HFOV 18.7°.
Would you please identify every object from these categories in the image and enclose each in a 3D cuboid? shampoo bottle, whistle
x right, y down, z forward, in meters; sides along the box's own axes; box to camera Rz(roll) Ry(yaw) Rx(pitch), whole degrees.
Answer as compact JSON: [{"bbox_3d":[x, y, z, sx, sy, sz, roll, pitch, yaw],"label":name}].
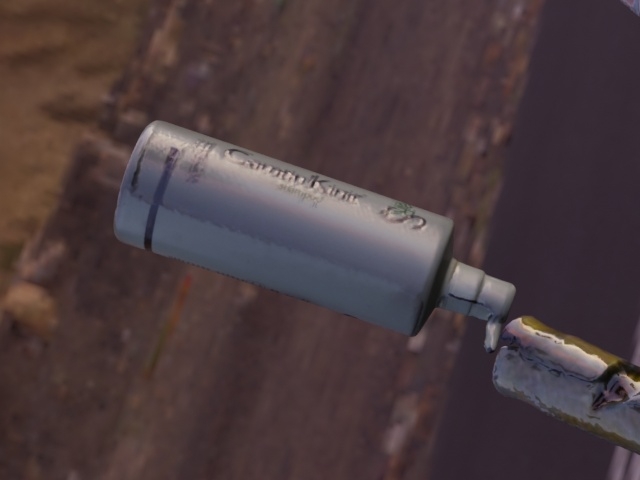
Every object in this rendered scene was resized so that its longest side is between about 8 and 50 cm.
[{"bbox_3d":[0.000,0.000,1.269,0.085,0.262,0.085,18,-90,-85],"label":"shampoo bottle"},{"bbox_3d":[0.268,0.141,1.445,0.057,0.326,0.068,-36,-44,-35],"label":"whistle"}]

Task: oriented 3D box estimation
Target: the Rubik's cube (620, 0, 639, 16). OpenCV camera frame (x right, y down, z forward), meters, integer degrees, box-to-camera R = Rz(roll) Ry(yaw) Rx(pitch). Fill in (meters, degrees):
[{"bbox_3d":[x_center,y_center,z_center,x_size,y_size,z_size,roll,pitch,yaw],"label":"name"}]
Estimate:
[{"bbox_3d":[0.386,-0.313,1.628,0.253,0.256,0.259,-117,23,-62],"label":"Rubik's cube"}]
